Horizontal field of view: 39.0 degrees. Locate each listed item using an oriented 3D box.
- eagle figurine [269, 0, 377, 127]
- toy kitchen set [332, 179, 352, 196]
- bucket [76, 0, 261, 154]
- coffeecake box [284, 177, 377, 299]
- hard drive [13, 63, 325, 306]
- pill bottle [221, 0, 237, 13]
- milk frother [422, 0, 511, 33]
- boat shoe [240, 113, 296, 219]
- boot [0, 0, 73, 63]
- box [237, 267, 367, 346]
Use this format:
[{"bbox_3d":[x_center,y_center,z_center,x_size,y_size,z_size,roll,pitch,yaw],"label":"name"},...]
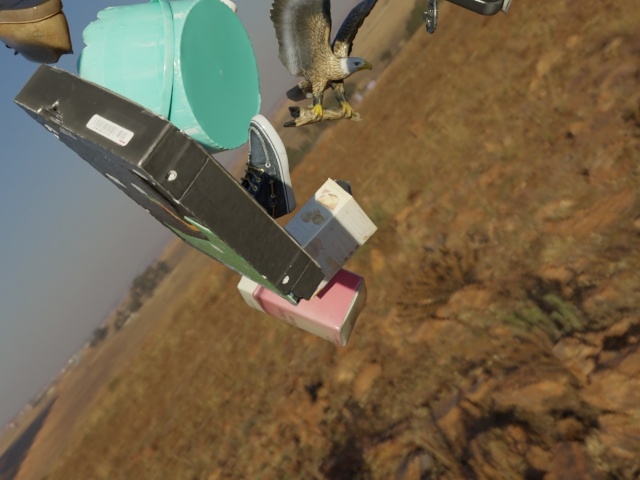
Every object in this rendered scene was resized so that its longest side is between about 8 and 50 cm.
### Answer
[{"bbox_3d":[0.024,-0.387,1.836,0.226,0.225,0.298,-46,-43,-71],"label":"eagle figurine"},{"bbox_3d":[0.053,-0.050,2.225,0.207,0.166,0.122,-31,65,48],"label":"toy kitchen set"},{"bbox_3d":[-0.233,-0.255,1.449,0.183,0.281,0.281,-5,33,26],"label":"bucket"},{"bbox_3d":[0.000,0.000,1.668,0.185,0.068,0.142,-47,-33,-2],"label":"coffeecake box"},{"bbox_3d":[-0.158,-0.055,1.025,0.237,0.339,0.064,27,77,38],"label":"hard drive"},{"bbox_3d":[-0.195,-0.391,1.693,0.065,0.065,0.116,151,137,-70],"label":"pill bottle"},{"bbox_3d":[0.256,-0.416,1.555,0.143,0.135,0.129,102,-171,-67],"label":"milk frother"},{"bbox_3d":[-0.096,-0.102,1.411,0.083,0.183,0.065,-32,39,-22],"label":"boat shoe"},{"bbox_3d":[-0.551,-0.369,1.599,0.305,0.115,0.112,13,44,38],"label":"boot"},{"bbox_3d":[-0.033,0.107,1.871,0.148,0.232,0.127,72,-139,-69],"label":"box"}]
